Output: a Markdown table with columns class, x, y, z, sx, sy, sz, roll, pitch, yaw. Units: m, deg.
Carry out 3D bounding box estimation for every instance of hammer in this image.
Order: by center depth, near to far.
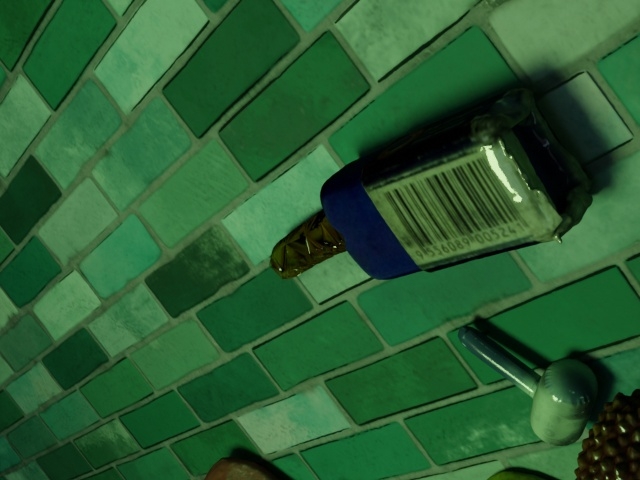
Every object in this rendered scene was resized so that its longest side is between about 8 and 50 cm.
| class | x | y | z | sx | sy | sz | roll | pitch | yaw |
| --- | --- | --- | --- | --- | --- | --- | --- | --- | --- |
| hammer | 0.247 | 0.162 | 1.356 | 0.194 | 0.069 | 0.116 | 37 | 145 | 27 |

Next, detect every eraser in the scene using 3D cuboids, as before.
| class | x | y | z | sx | sy | sz | roll | pitch | yaw |
| --- | --- | --- | --- | --- | --- | --- | --- | --- | --- |
| eraser | 0.143 | -0.050 | 1.242 | 0.155 | 0.101 | 0.332 | 56 | 147 | -11 |

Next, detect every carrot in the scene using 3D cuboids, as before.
| class | x | y | z | sx | sy | sz | roll | pitch | yaw |
| --- | --- | --- | --- | --- | --- | --- | --- | --- | --- |
| carrot | -0.001 | 0.000 | 1.482 | 0.069 | 0.069 | 0.229 | 54 | 147 | -4 |

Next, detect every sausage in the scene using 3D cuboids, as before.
| class | x | y | z | sx | sy | sz | roll | pitch | yaw |
| --- | --- | --- | --- | --- | --- | --- | --- | --- | --- |
| sausage | -0.115 | 0.488 | 1.999 | 0.254 | 0.148 | 0.148 | 32 | 142 | 26 |

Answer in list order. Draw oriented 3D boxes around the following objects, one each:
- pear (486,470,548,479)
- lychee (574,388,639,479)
| class | x | y | z | sx | sy | sz | roll | pitch | yaw |
| --- | --- | --- | --- | --- | --- | --- | --- | --- | --- |
| pear | 0.297 | 0.439 | 1.506 | 0.288 | 0.139 | 0.239 | 22 | 128 | 33 |
| lychee | 0.379 | 0.286 | 1.184 | 0.271 | 0.271 | 0.271 | 29 | 140 | 28 |
